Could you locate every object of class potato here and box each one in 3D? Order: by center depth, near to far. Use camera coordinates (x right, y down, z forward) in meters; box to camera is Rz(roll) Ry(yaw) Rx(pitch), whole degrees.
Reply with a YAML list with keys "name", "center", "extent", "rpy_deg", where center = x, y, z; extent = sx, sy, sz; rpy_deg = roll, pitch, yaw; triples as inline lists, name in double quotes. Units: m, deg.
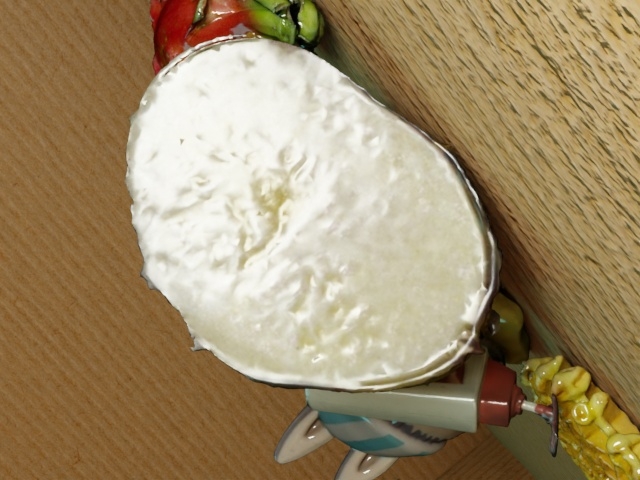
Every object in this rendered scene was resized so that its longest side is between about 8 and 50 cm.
- name: "potato"
  center: [0.000, 0.000, 1.049]
  extent: [0.397, 0.289, 0.296]
  rpy_deg: [29, 180, 3]

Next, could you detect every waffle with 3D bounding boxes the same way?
- name: "waffle"
  center: [0.342, 0.245, 1.213]
  extent: [0.283, 0.065, 0.309]
  rpy_deg: [50, 173, 5]

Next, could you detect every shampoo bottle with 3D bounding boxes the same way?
- name: "shampoo bottle"
  center: [0.141, 0.166, 1.148]
  extent: [0.284, 0.153, 0.071]
  rpy_deg: [11, 127, 26]

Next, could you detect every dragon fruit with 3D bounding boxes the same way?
- name: "dragon fruit"
  center: [-0.080, -0.204, 1.109]
  extent: [0.269, 0.198, 0.200]
  rpy_deg: [29, 151, 46]

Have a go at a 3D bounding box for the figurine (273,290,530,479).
- name: "figurine"
  center: [0.056, 0.149, 1.393]
  extent: [0.361, 0.378, 0.266]
  rpy_deg: [48, 176, 40]
